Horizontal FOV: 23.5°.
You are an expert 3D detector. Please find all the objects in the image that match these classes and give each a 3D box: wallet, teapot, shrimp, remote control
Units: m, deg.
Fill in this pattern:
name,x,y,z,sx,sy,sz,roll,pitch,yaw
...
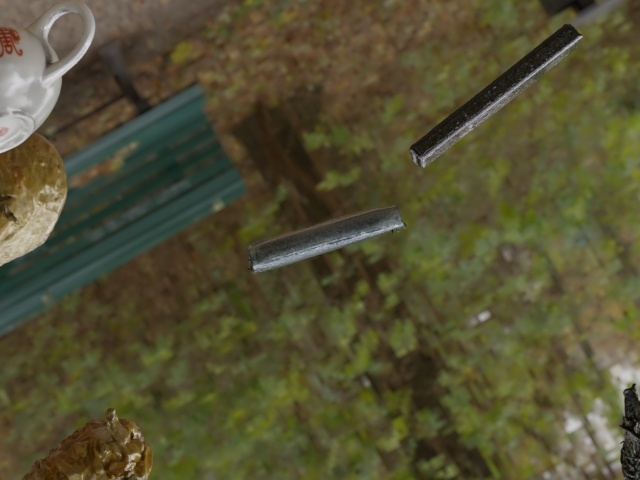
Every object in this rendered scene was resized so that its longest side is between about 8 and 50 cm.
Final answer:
name,x,y,z,sx,sy,sz,roll,pitch,yaw
wallet,-0.001,-0.002,1.630,0.167,0.036,0.222,-16,179,-2
teapot,-0.322,-0.152,1.513,0.245,0.116,0.159,-30,148,5
shrimp,0.414,0.342,2.143,0.051,0.262,0.198,12,-151,44
remote control,0.206,-0.169,1.814,0.245,0.025,0.063,-38,167,-1

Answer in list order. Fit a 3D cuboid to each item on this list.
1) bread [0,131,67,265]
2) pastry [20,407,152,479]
name,x,y,z,sx,sy,sz,roll,pitch,yaw
bread,-0.512,-0.069,2.366,0.244,0.244,0.134,-31,163,19
pastry,-0.286,0.296,1.723,0.250,0.102,0.154,-41,-163,15
